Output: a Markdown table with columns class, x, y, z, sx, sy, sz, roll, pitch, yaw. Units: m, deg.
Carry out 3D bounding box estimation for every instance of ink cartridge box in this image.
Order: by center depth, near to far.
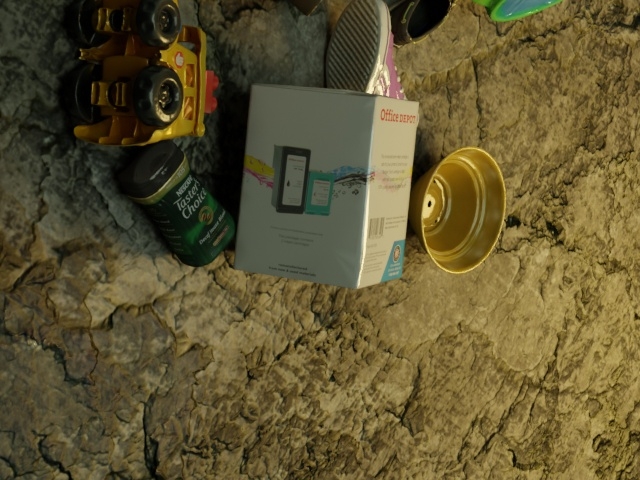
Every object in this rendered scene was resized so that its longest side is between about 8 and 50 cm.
| class | x | y | z | sx | sy | sz | roll | pitch | yaw |
| --- | --- | --- | --- | --- | --- | --- | --- | --- | --- |
| ink cartridge box | 0.012 | -0.083 | 1.836 | 0.198 | 0.197 | 0.270 | -8 | 105 | -68 |

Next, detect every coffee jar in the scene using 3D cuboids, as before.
| class | x | y | z | sx | sy | sz | roll | pitch | yaw |
| --- | --- | --- | --- | --- | --- | --- | --- | --- | --- |
| coffee jar | -0.199 | -0.054 | 1.762 | 0.096 | 0.079 | 0.184 | -54 | 129 | -23 |

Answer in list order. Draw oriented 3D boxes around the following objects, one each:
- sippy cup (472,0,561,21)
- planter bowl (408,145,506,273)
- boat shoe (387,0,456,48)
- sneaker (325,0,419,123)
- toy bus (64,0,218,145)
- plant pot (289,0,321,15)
| class | x | y | z | sx | sy | sz | roll | pitch | yaw |
| --- | --- | --- | --- | --- | --- | --- | --- | --- | --- |
| sippy cup | 0.336 | -0.510 | 2.062 | 0.305 | 0.240 | 0.224 | -12 | 75 | -59 |
| planter bowl | 0.212 | -0.057 | 2.146 | 0.217 | 0.090 | 0.217 | -12 | 107 | -42 |
| boat shoe | 0.184 | -0.388 | 2.066 | 0.228 | 0.069 | 0.081 | -45 | 125 | -28 |
| sneaker | 0.092 | -0.248 | 1.995 | 0.161 | 0.102 | 0.282 | -13 | 118 | -45 |
| toy bus | -0.215 | -0.236 | 1.678 | 0.211 | 0.149 | 0.220 | -7 | 101 | -56 |
| plant pot | -0.011 | -0.482 | 1.754 | 0.191 | 0.284 | 0.284 | 35 | 71 | -9 |
